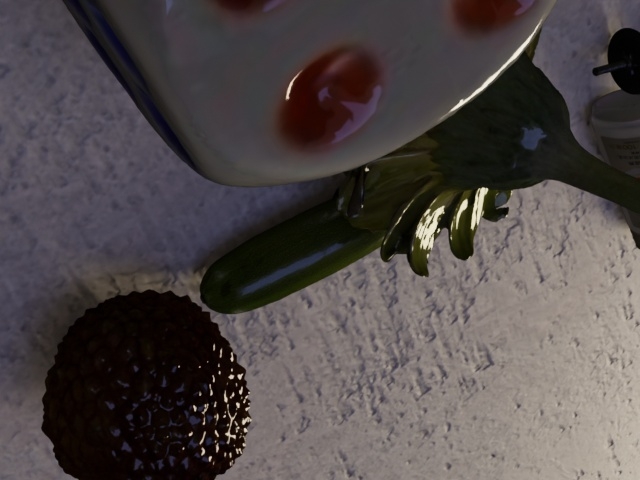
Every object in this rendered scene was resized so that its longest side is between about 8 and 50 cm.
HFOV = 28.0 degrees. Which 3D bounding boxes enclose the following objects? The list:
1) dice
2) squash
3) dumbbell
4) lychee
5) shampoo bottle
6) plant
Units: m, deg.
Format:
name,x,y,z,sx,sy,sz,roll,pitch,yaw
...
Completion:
name,x,y,z,sx,sy,sz,roll,pitch,yaw
dice,-0.028,-0.231,0.853,0.304,0.304,0.277,-34,134,-8
squash,0.000,0.000,1.211,0.252,0.066,0.066,-27,133,-16
dumbbell,0.335,-0.186,1.292,0.147,0.069,0.069,-18,130,-23
lychee,-0.154,0.131,1.139,0.188,0.188,0.188,-18,130,-22
shampoo bottle,0.359,-0.071,1.389,0.086,0.056,0.227,-4,141,25
plant,0.131,-0.084,1.110,0.261,0.297,0.306,-21,144,0
